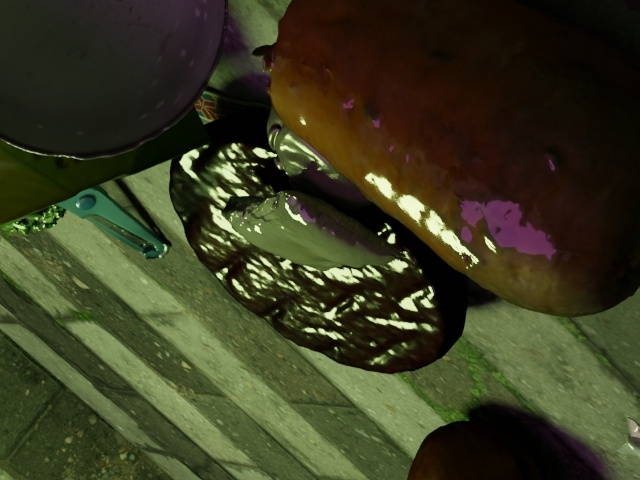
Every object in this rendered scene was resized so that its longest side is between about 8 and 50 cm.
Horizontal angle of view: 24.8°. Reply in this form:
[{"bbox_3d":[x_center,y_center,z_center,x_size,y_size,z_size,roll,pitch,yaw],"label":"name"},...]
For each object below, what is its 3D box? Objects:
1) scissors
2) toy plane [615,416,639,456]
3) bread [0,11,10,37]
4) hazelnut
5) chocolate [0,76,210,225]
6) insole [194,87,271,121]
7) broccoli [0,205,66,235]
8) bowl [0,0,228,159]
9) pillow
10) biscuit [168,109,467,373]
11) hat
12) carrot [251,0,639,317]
[{"bbox_3d":[-0.350,-0.071,2.161,0.393,0.180,0.032,41,-161,-46],"label":"scissors"},{"bbox_3d":[0.429,0.268,1.699,0.171,0.065,0.162,34,148,22],"label":"toy plane"},{"bbox_3d":[-0.408,-0.273,1.612,0.195,0.270,0.143,-22,110,30],"label":"bread"},{"bbox_3d":[0.216,0.361,2.054,0.217,0.217,0.251,22,178,34],"label":"hazelnut"},{"bbox_3d":[-0.324,-0.140,1.680,0.301,0.289,0.137,23,132,58],"label":"chocolate"},{"bbox_3d":[-0.107,-0.156,1.740,0.193,0.006,0.065,16,151,44],"label":"insole"},{"bbox_3d":[-0.517,-0.096,2.231,0.269,0.241,0.261,10,139,-8],"label":"broccoli"},{"bbox_3d":[-0.246,-0.248,1.493,0.313,0.313,0.146,40,-169,-8],"label":"bowl"},{"bbox_3d":[-0.015,-0.009,1.573,0.148,0.050,0.229,27,170,-18],"label":"pillow"},{"bbox_3d":[0.000,0.000,1.755,0.407,0.091,0.407,28,150,18],"label":"biscuit"},{"bbox_3d":[0.072,-0.086,1.441,0.244,0.149,0.214,31,161,46],"label":"hat"},{"bbox_3d":[0.135,-0.091,1.199,0.340,0.224,0.224,33,159,22],"label":"carrot"}]
